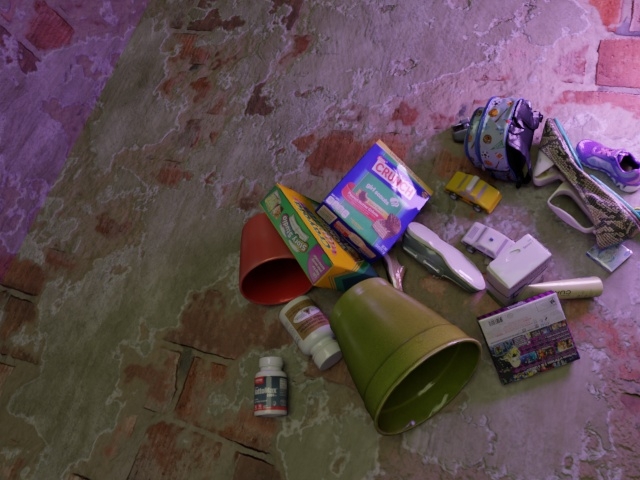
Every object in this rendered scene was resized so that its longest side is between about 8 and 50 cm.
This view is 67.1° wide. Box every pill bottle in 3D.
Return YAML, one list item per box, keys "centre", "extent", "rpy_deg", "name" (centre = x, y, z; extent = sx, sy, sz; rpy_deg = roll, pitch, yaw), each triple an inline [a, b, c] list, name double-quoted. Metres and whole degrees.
- centre: [-0.162, 0.477, 1.574]
  extent: [0.107, 0.108, 0.180]
  rpy_deg: [-9, 64, 14]
  name: "pill bottle"
- centre: [-0.026, 0.305, 1.592]
  extent: [0.131, 0.131, 0.229]
  rpy_deg: [-39, 61, -2]
  name: "pill bottle"

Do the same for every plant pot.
- centre: [-0.164, 0.051, 1.690]
  extent: [0.274, 0.275, 0.243]
  rpy_deg: [-22, 52, 8]
  name: "plant pot"
- centre: [0.212, 0.303, 1.420]
  extent: [0.366, 0.366, 0.353]
  rpy_deg: [-39, 49, -2]
  name: "plant pot"

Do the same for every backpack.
- centre: [0.597, -0.347, 1.586]
  extent: [0.213, 0.263, 0.277]
  rpy_deg: [10, 81, 29]
  name: "backpack"

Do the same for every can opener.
- centre: [0.620, -0.429, 1.756]
  extent: [0.283, 0.076, 0.095]
  rpy_deg: [-11, 96, 13]
  name: "can opener"

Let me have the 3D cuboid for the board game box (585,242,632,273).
- centre: [0.883, 0.040, 1.476]
  extent: [0.090, 0.020, 0.090]
  rpy_deg: [-40, 60, -2]
  name: "board game box"

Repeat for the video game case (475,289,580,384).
- centre: [0.597, 0.281, 1.393]
  extent: [0.231, 0.042, 0.211]
  rpy_deg: [-23, 95, 8]
  name: "video game case"

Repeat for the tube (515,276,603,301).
- centre: [0.704, 0.148, 1.426]
  extent: [0.239, 0.062, 0.070]
  rpy_deg: [-4, 103, -4]
  name: "tube"

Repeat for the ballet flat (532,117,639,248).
- centre: [0.793, -0.181, 1.534]
  extent: [0.182, 0.164, 0.483]
  rpy_deg: [-35, 58, 22]
  name: "ballet flat"

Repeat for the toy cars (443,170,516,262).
- centre: [0.536, -0.085, 1.607]
  extent: [0.176, 0.087, 0.394]
  rpy_deg: [-16, 63, 11]
  name: "toy cars"

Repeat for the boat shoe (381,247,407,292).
- centre: [0.259, 0.104, 1.629]
  extent: [0.072, 0.068, 0.190]
  rpy_deg: [-13, 63, -1]
  name: "boat shoe"

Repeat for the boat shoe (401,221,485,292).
- centre: [0.398, 0.072, 1.597]
  extent: [0.319, 0.116, 0.099]
  rpy_deg: [43, 128, 22]
  name: "boat shoe"

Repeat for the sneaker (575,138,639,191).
- centre: [0.934, -0.262, 1.547]
  extent: [0.095, 0.104, 0.236]
  rpy_deg: [-42, 60, -2]
  name: "sneaker"

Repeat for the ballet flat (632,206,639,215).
- centre: [1.044, -0.041, 1.439]
  extent: [0.231, 0.077, 0.077]
  rpy_deg: [36, 60, 25]
  name: "ballet flat"

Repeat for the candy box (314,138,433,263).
- centre: [0.184, -0.131, 1.620]
  extent: [0.268, 0.122, 0.317]
  rpy_deg: [42, 66, -4]
  name: "candy box"

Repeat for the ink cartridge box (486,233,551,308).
- centre: [0.582, 0.100, 1.434]
  extent: [0.160, 0.219, 0.093]
  rpy_deg: [-39, 60, -1]
  name: "ink cartridge box"

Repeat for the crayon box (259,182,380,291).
- centre: [0.000, 0.000, 1.608]
  extent: [0.106, 0.313, 0.363]
  rpy_deg: [-44, 60, 15]
  name: "crayon box"
